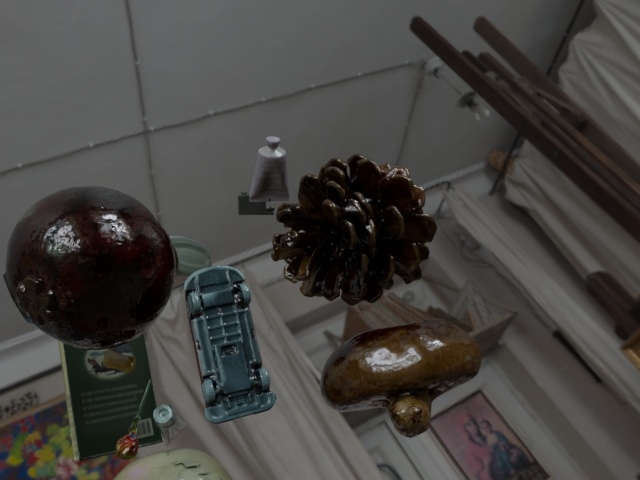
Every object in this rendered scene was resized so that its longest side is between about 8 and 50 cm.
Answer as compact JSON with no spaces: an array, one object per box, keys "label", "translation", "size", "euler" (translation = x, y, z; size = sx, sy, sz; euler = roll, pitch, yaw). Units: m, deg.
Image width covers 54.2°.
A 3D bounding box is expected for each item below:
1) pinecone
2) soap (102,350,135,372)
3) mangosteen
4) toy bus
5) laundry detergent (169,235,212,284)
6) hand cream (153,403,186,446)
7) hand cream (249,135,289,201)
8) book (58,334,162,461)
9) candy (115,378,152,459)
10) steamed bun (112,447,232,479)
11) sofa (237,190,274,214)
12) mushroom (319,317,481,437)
[{"label":"pinecone","translation":[0.054,-0.007,1.435],"size":[0.384,0.384,0.384],"euler":[-26,-30,-17]},{"label":"soap","translation":[-0.384,0.231,1.190],"size":[0.012,0.089,0.034],"euler":[30,-111,-55]},{"label":"mangosteen","translation":[-0.392,0.044,1.103],"size":[0.311,0.311,0.311],"euler":[-26,-30,-17]},{"label":"toy bus","translation":[-0.172,0.184,1.110],"size":[0.121,0.265,0.120],"euler":[-10,-15,-19]},{"label":"laundry detergent","translation":[-0.435,0.079,1.560],"size":[0.281,0.105,0.215],"euler":[-20,-14,21]},{"label":"hand cream","translation":[-0.417,0.522,1.753],"size":[0.085,0.058,0.331],"euler":[-50,-15,-24]},{"label":"hand cream","translation":[-0.100,-0.142,1.263],"size":[0.084,0.053,0.142],"euler":[-2,-54,-13]},{"label":"book","translation":[-0.612,0.430,1.824],"size":[0.260,0.370,0.043],"euler":[2,-23,-44]},{"label":"candy","translation":[-0.458,0.445,1.562],"size":[0.060,0.060,0.201],"euler":[53,-132,-61]},{"label":"steamed bun","translation":[-0.359,0.606,1.406],"size":[0.334,0.312,0.233],"euler":[-25,-64,-28]},{"label":"sofa","translation":[-0.154,-0.089,1.479],"size":[0.085,0.060,0.147],"euler":[1,2,-8]},{"label":"mushroom","translation":[0.177,0.278,1.362],"size":[0.345,0.345,0.239],"euler":[13,-96,-54]}]
